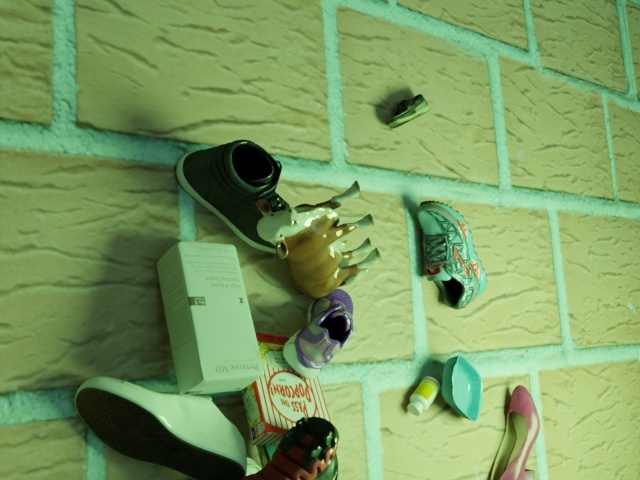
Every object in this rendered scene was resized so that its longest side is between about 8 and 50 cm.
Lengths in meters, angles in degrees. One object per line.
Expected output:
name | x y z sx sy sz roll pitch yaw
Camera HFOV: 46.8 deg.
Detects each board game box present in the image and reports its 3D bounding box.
board game box | -0.066 0.255 1.265 0.147 0.045 0.193 14 44 -38

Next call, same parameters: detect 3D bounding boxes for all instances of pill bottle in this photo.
pill bottle | 0.216 0.328 1.552 0.083 0.043 0.043 -45 111 -37

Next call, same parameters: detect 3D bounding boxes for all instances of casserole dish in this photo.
casserole dish | 0.307 0.322 1.609 0.188 0.037 0.114 45 50 -46

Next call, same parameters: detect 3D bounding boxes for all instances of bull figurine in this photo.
bull figurine | 0.000 0.000 1.292 0.189 0.310 0.101 -21 60 -3

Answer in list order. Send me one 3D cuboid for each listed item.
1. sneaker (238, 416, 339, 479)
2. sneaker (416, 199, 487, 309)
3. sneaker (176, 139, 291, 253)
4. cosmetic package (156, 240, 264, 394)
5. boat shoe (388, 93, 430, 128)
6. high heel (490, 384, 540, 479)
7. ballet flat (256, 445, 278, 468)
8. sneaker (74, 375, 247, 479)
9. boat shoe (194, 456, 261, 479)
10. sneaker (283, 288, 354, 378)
sneaker | -0.069 0.399 1.127 0.276 0.098 0.135 -37 129 -30
sneaker | 0.278 0.036 1.624 0.125 0.104 0.261 -41 108 -36
sneaker | -0.097 -0.069 1.290 0.296 0.147 0.104 36 58 -32
cosmetic package | -0.179 0.123 1.183 0.117 0.085 0.231 3 60 -40
boat shoe | 0.191 -0.289 1.649 0.152 0.056 0.049 -33 99 -50
high heel | 0.438 0.457 1.708 0.117 0.082 0.243 10 79 -30
ballet flat | -0.067 0.398 1.275 0.073 0.067 0.206 -10 87 -17
sneaker | -0.243 0.278 1.150 0.290 0.106 0.123 35 23 -21
boat shoe | -0.181 0.434 1.152 0.277 0.096 0.098 -27 99 -41
sneaker | 0.023 0.151 1.341 0.095 0.104 0.236 42 31 -3
